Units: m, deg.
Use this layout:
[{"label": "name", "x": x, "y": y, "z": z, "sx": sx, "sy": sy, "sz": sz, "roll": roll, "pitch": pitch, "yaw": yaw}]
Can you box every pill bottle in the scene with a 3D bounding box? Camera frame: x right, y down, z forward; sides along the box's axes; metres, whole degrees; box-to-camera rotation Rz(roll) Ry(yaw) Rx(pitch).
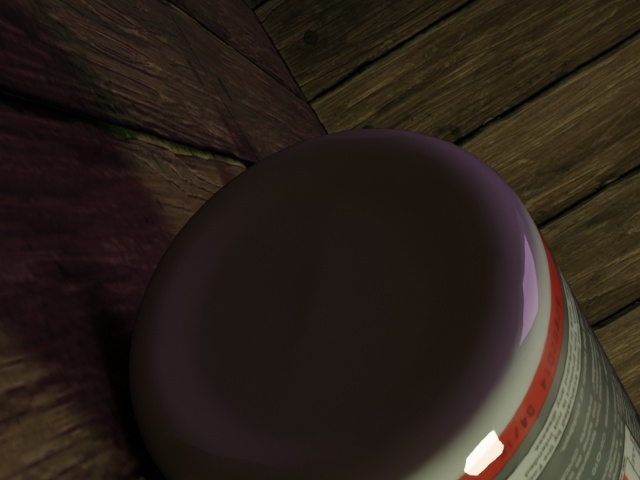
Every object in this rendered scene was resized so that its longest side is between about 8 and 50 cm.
[{"label": "pill bottle", "x": 0.070, "y": 0.120, "z": 0.714, "sx": 0.363, "sy": 0.210, "sz": 0.210, "roll": 51, "pitch": 10, "yaw": -48}]
